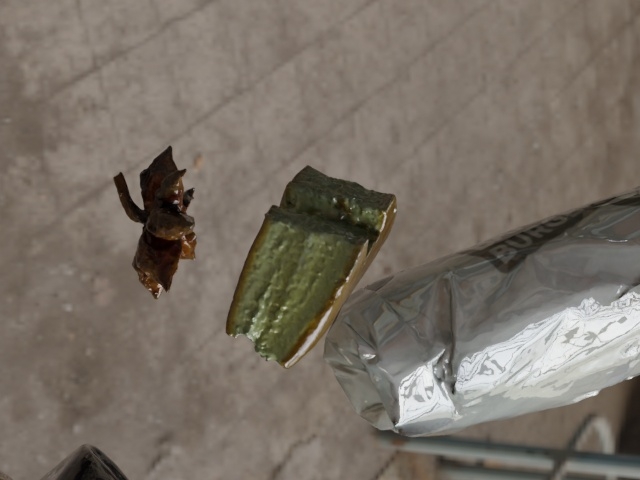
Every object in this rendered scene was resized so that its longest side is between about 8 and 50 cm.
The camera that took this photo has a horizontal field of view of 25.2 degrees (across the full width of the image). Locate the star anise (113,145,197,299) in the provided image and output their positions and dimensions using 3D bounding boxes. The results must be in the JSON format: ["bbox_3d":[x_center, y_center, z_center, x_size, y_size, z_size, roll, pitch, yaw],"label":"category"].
[{"bbox_3d":[-0.221,-0.018,2.022,0.212,0.111,0.196,-108,-172,-49],"label":"star anise"}]

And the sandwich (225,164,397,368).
[{"bbox_3d":[0.000,0.000,1.205,0.244,0.090,0.088,-56,168,-52],"label":"sandwich"}]

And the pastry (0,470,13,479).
[{"bbox_3d":[-0.317,0.333,1.430,0.164,0.356,0.356,-48,135,-12],"label":"pastry"}]

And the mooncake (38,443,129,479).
[{"bbox_3d":[-0.361,0.413,1.919,0.141,0.283,0.283,43,46,-4],"label":"mooncake"}]

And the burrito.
[{"bbox_3d":[0.209,0.018,0.886,0.445,0.101,0.139,-20,141,-18],"label":"burrito"}]
